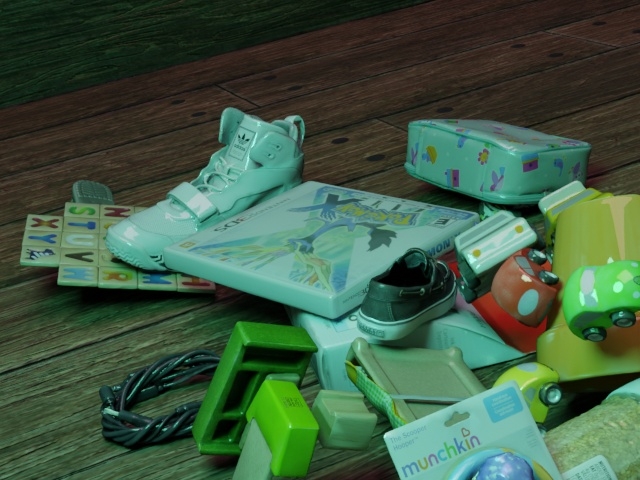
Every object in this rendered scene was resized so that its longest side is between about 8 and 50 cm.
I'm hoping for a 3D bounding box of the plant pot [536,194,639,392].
[{"bbox_3d":[0.327,0.057,1.182,0.205,0.188,0.205,-4,-14,-1],"label":"plant pot"}]

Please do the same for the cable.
[{"bbox_3d":[-0.178,0.189,1.350,0.184,0.047,0.150,-12,23,-7],"label":"cable"}]

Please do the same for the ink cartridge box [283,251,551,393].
[{"bbox_3d":[0.153,0.064,1.466,0.385,0.091,0.308,-14,23,-8],"label":"ink cartridge box"}]

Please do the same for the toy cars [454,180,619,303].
[{"bbox_3d":[0.265,-0.011,1.381,0.394,0.087,0.176,-14,-21,-48],"label":"toy cars"}]

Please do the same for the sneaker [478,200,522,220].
[{"bbox_3d":[0.283,-0.042,1.752,0.035,0.031,0.083,-7,23,-33],"label":"sneaker"}]

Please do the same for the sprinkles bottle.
[{"bbox_3d":[0.199,0.238,0.994,0.355,0.121,0.121,-21,25,-25],"label":"sprinkles bottle"}]

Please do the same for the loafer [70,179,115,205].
[{"bbox_3d":[-0.384,-0.007,1.869,0.094,0.087,0.251,12,29,-17],"label":"loafer"}]

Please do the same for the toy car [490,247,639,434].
[{"bbox_3d":[0.229,0.075,1.079,0.053,0.225,0.239,18,58,-18],"label":"toy car"}]

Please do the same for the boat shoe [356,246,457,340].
[{"bbox_3d":[0.107,0.048,1.311,0.080,0.076,0.228,18,21,25],"label":"boat shoe"}]

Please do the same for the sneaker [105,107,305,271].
[{"bbox_3d":[-0.165,-0.086,1.709,0.366,0.210,0.137,-13,32,-40],"label":"sneaker"}]

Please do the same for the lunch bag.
[{"bbox_3d":[0.294,-0.130,1.819,0.224,0.108,0.279,-4,18,-39],"label":"lunch bag"}]

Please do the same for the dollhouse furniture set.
[{"bbox_3d":[0.046,0.212,1.188,0.301,0.151,0.197,8,26,-28],"label":"dollhouse furniture set"}]

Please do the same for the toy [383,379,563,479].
[{"bbox_3d":[0.162,0.237,0.882,0.137,0.237,0.056,-18,-11,-26],"label":"toy"}]

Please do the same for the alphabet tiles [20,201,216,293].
[{"bbox_3d":[-0.288,0.007,1.735,0.342,0.011,0.285,4,24,-12],"label":"alphabet tiles"}]

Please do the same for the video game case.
[{"bbox_3d":[0.000,0.000,1.519,0.329,0.036,0.300,14,31,42],"label":"video game case"}]
